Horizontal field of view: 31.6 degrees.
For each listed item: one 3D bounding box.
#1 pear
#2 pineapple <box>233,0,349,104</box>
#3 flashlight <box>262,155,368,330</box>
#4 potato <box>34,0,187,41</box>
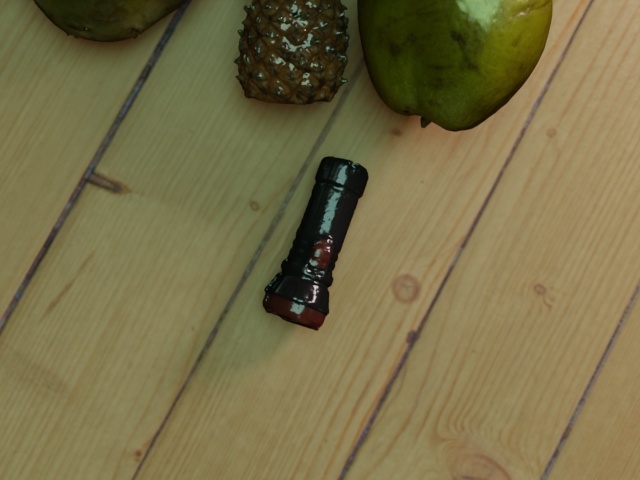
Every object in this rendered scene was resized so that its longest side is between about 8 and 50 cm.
[{"bbox_3d":[0.171,-0.303,1.465,0.269,0.269,0.321,9,94,-6],"label":"pear"},{"bbox_3d":[-0.042,-0.361,1.453,0.166,0.165,0.364,-4,109,-7],"label":"pineapple"},{"bbox_3d":[0.000,0.000,1.513,0.093,0.093,0.231,21,83,-4],"label":"flashlight"},{"bbox_3d":[-0.249,-0.386,1.470,0.307,0.173,0.210,-33,88,-5],"label":"potato"}]
